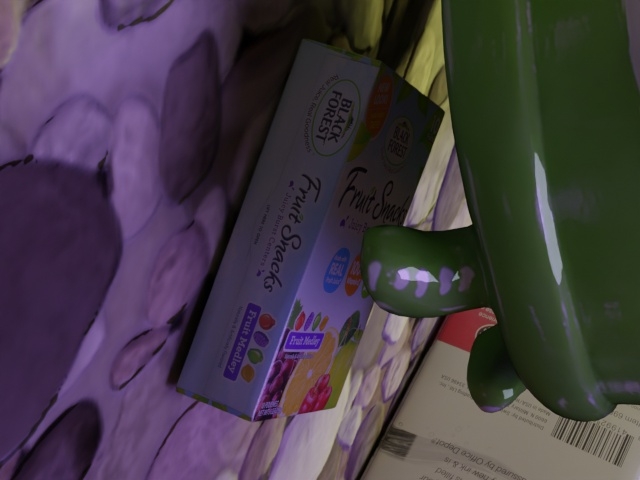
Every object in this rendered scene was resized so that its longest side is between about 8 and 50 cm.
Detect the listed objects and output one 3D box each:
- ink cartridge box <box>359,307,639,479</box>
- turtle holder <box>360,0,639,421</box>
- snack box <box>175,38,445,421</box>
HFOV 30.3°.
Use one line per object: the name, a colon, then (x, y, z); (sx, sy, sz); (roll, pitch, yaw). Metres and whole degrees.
ink cartridge box: (0.116, 0.165, 0.762); (0.218, 0.159, 0.092); (-59, 158, -23)
turtle holder: (0.160, -0.037, 0.462); (0.320, 0.227, 0.243); (61, 29, -48)
snack box: (0.000, 0.000, 0.479); (0.141, 0.037, 0.100); (-70, 161, 2)
